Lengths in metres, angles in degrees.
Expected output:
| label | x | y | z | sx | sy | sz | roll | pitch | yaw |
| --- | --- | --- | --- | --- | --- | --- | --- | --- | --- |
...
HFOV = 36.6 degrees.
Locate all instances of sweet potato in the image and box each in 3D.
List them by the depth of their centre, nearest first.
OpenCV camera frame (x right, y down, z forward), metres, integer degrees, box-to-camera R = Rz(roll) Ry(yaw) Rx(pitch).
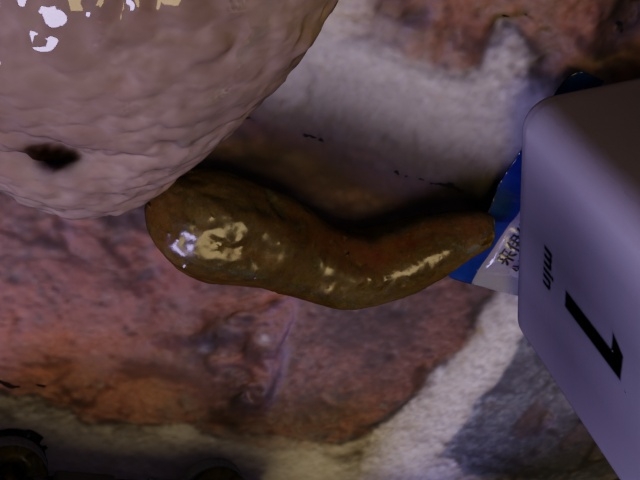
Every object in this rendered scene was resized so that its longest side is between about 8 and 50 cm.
| label | x | y | z | sx | sy | sz | roll | pitch | yaw |
| --- | --- | --- | --- | --- | --- | --- | --- | --- | --- |
| sweet potato | 0.000 | 0.004 | 0.616 | 0.233 | 0.062 | 0.081 | 7 | 132 | -18 |

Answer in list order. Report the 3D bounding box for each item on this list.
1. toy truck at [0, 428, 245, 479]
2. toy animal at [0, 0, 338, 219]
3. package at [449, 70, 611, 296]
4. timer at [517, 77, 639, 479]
| label | x | y | z | sx | sy | sz | roll | pitch | yaw |
| --- | --- | --- | --- | --- | --- | --- | --- | --- | --- |
| toy truck | -0.197 | 0.236 | 0.663 | 0.368 | 0.146 | 0.175 | 11 | 102 | -22 |
| toy animal | -0.091 | -0.156 | 0.397 | 0.227 | 0.188 | 0.358 | 17 | 120 | -32 |
| package | 0.196 | -0.020 | 0.673 | 0.173 | 0.027 | 0.171 | 15 | 121 | -25 |
| timer | 0.244 | 0.021 | 0.578 | 0.193 | 0.195 | 0.194 | -13 | 125 | -8 |
